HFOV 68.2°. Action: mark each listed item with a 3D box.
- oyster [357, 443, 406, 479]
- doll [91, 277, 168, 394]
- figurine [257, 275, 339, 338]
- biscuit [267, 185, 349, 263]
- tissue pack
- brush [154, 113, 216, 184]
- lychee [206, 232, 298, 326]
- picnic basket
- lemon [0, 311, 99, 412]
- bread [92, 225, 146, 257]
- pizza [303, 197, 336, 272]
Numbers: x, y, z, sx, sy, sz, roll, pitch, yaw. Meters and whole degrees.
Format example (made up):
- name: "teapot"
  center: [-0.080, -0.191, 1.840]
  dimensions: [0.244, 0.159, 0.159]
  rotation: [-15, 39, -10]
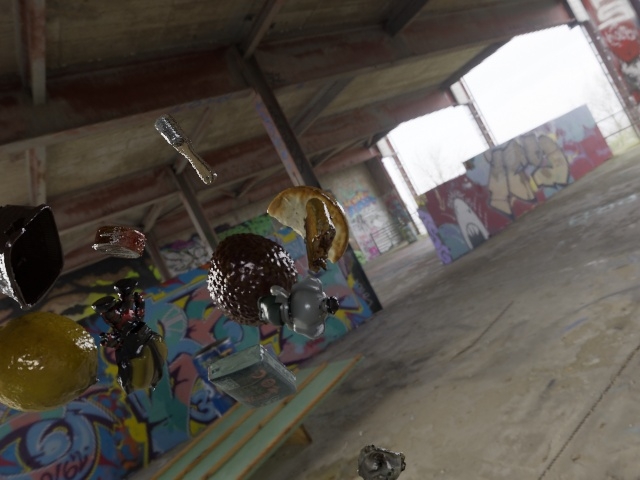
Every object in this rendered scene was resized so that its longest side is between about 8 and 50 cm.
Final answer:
- name: "oyster"
  center: [0.179, 0.651, 1.360]
  dimensions: [0.165, 0.109, 0.053]
  rotation: [17, -23, -13]
- name: "doll"
  center: [-0.354, 0.197, 0.904]
  dimensions: [0.088, 0.249, 0.127]
  rotation: [22, 36, 40]
- name: "figurine"
  center: [-0.050, 0.157, 1.107]
  dimensions: [0.192, 0.147, 0.126]
  rotation: [-3, 4, 18]
- name: "biscuit"
  center: [-0.020, -0.078, 1.609]
  dimensions: [0.205, 0.309, 0.040]
  rotation: [-55, -5, 30]
- name: "tissue pack"
  center: [-0.255, 0.537, 1.829]
  dimensions: [0.227, 0.103, 0.316]
  rotation: [-22, -44, 11]
- name: "brush"
  center: [-0.501, -0.335, 1.732]
  dimensions: [0.070, 0.327, 0.065]
  rotation: [-44, -8, 24]
- name: "lychee"
  center: [-0.192, 0.107, 1.311]
  dimensions: [0.260, 0.261, 0.260]
  rotation: [-27, -1, -1]
- name: "picnic basket"
  center: [-0.853, 0.039, 1.334]
  dimensions: [0.223, 0.129, 0.297]
  rotation: [-78, 3, -47]
- name: "lemon"
  center: [-0.562, 0.245, 0.955]
  dimensions: [0.192, 0.231, 0.192]
  rotation: [-62, 4, 8]
- name: "bread"
  center: [-0.660, 0.008, 1.554]
  dimensions: [0.160, 0.073, 0.160]
  rotation: [5, -21, 2]
- name: "pizza"
  center: [0.001, -0.001, 1.195]
  dimensions: [0.069, 0.194, 0.154]
  rotation: [-5, 31, -12]
